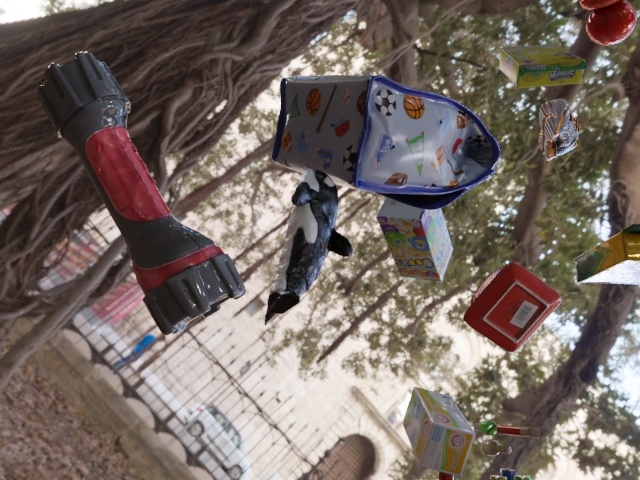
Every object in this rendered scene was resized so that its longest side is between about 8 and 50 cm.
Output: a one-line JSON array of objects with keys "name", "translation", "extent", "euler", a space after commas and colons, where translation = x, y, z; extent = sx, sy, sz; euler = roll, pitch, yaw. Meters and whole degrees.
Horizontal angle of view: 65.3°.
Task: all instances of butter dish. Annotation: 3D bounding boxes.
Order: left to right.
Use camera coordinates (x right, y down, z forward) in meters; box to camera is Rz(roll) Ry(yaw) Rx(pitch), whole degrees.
[{"name": "butter dish", "translation": [0.383, 0.125, 1.048], "extent": [0.160, 0.160, 0.118], "euler": [34, 11, -16]}]

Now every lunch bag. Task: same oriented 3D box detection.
[{"name": "lunch bag", "translation": [0.142, -0.209, 1.068], "extent": [0.328, 0.386, 0.238], "euler": [27, -67, 51]}]

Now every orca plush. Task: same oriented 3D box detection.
[{"name": "orca plush", "translation": [0.000, 0.000, 0.744], "extent": [0.102, 0.287, 0.151], "euler": [10, -56, 4]}]

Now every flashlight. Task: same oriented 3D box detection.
[{"name": "flashlight", "translation": [-0.192, -0.053, 0.531], "extent": [0.303, 0.103, 0.103], "euler": [61, -5, 3]}]

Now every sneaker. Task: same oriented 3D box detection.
[{"name": "sneaker", "translation": [0.571, -0.270, 1.184], "extent": [0.215, 0.083, 0.084], "euler": [45, 32, -63]}]

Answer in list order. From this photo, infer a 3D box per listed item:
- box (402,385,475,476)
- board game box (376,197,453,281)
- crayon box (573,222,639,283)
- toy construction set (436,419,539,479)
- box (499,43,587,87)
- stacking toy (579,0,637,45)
[{"name": "box", "translation": [0.281, 0.457, 1.214], "extent": [0.103, 0.114, 0.203], "euler": [16, 7, -4]}, {"name": "board game box", "translation": [0.296, -0.020, 1.531], "extent": [0.142, 0.144, 0.275], "euler": [5, -40, 33]}, {"name": "crayon box", "translation": [0.868, 0.046, 1.360], "extent": [0.203, 0.083, 0.323], "euler": [1, -18, 2]}, {"name": "toy construction set", "translation": [0.434, 0.562, 1.135], "extent": [0.258, 0.308, 0.237], "euler": [35, -27, -11]}, {"name": "box", "translation": [0.385, -0.306, 0.874], "extent": [0.105, 0.179, 0.043], "euler": [-2, -62, 9]}, {"name": "stacking toy", "translation": [0.533, -0.539, 0.966], "extent": [0.141, 0.141, 0.330], "euler": [16, -38, 55]}]
